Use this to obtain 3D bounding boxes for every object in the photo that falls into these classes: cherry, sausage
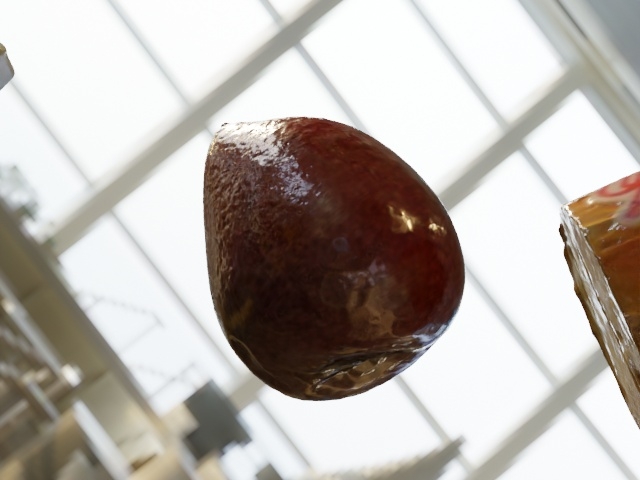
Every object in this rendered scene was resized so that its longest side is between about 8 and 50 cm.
[{"bbox_3d":[0.009,0.005,1.613,0.239,0.206,0.239,178,-90,-79],"label":"cherry"},{"bbox_3d":[0.353,0.021,1.492,0.233,0.287,0.233,159,-90,-89],"label":"sausage"}]

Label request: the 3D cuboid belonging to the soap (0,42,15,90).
[{"bbox_3d":[-0.364,-0.160,1.645,0.183,0.121,0.064,36,-16,16],"label":"soap"}]
